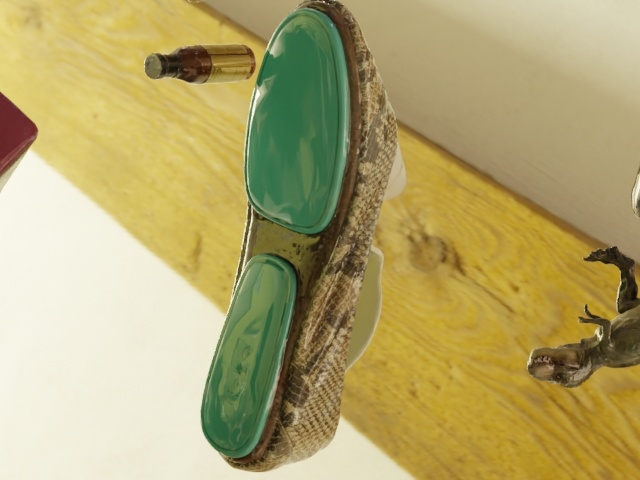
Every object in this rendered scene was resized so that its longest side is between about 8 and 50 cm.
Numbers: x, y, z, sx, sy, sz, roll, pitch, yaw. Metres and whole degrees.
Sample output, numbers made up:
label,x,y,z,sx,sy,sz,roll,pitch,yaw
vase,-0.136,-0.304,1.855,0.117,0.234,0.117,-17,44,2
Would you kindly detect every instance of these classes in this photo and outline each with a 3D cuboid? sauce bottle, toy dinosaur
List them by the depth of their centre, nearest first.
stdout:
label,x,y,z,sx,sy,sz,roll,pitch,yaw
toy dinosaur,0.310,0.053,1.220,0.268,0.064,0.118,-16,-101,6
sauce bottle,-0.121,-0.177,1.338,0.042,0.128,0.042,7,-80,42

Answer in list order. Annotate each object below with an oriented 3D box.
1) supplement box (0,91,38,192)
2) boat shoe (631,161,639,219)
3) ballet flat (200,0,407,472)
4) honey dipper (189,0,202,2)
label,x,y,z,sx,sy,sz,roll,pitch,yaw
supplement box,-0.156,0.010,0.351,0.104,0.081,0.188,-53,-171,-29
boat shoe,0.250,-0.014,0.630,0.092,0.285,0.103,-61,-142,15
ballet flat,0.000,0.000,1.339,0.164,0.182,0.482,24,-71,43
honey dipper,-0.148,-0.335,1.438,0.030,0.160,0.030,-9,-145,6
